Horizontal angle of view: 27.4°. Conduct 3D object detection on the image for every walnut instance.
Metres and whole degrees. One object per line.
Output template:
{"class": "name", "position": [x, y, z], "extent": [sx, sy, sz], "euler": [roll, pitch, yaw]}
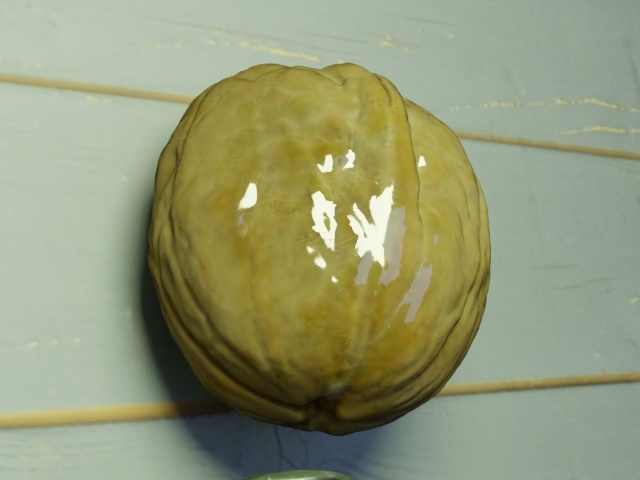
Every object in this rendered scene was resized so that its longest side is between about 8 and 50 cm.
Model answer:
{"class": "walnut", "position": [0.001, -0.001, 1.085], "extent": [0.252, 0.277, 0.313], "euler": [68, 23, -60]}

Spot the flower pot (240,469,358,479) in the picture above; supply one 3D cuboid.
{"class": "flower pot", "position": [-0.038, 0.328, 0.950], "extent": [0.301, 0.213, 0.302], "euler": [14, 56, -22]}
